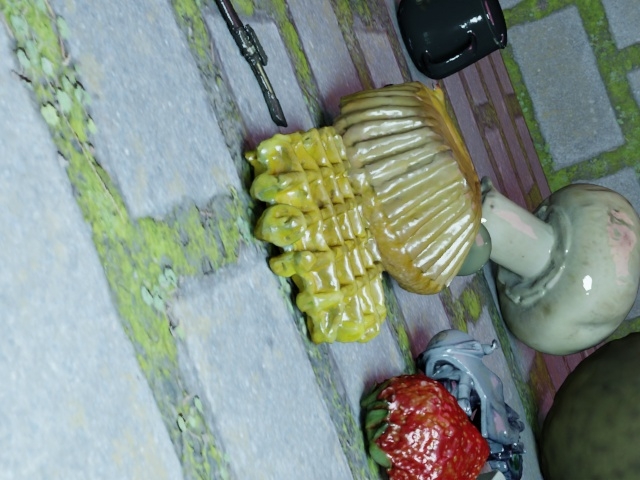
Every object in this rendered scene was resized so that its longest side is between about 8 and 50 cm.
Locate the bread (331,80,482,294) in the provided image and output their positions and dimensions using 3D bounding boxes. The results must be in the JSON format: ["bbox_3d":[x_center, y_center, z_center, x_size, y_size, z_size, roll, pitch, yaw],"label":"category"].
[{"bbox_3d":[0.110,-0.070,1.275,0.274,0.149,0.274,53,21,-30],"label":"bread"}]

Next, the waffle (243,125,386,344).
[{"bbox_3d":[-0.001,0.000,1.038,0.229,0.057,0.219,71,19,-1],"label":"waffle"}]

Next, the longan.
[{"bbox_3d":[0.558,0.340,1.716,0.391,0.391,0.391,54,25,-40],"label":"longan"}]

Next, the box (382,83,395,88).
[{"bbox_3d":[0.133,-0.169,1.617,0.125,0.027,0.126,32,43,-57],"label":"box"}]

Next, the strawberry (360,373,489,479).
[{"bbox_3d":[0.121,0.206,1.083,0.187,0.082,0.146,29,46,-41],"label":"strawberry"}]

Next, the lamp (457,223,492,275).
[{"bbox_3d":[0.179,0.005,1.504,0.163,0.091,0.091,5,65,-51],"label":"lamp"}]

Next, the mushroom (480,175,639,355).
[{"bbox_3d":[0.384,0.024,1.827,0.336,0.314,0.314,28,36,-18],"label":"mushroom"}]

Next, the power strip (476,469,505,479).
[{"bbox_3d":[0.148,0.288,1.123,0.192,0.081,0.035,-7,79,-71],"label":"power strip"}]

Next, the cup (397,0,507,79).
[{"bbox_3d":[0.240,-0.372,1.874,0.223,0.176,0.169,-88,154,-49],"label":"cup"}]

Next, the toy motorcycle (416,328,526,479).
[{"bbox_3d":[0.188,0.204,1.288,0.270,0.106,0.159,37,44,-52],"label":"toy motorcycle"}]

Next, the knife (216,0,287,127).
[{"bbox_3d":[-0.081,-0.217,1.082,0.222,0.021,0.045,65,17,-12],"label":"knife"}]
